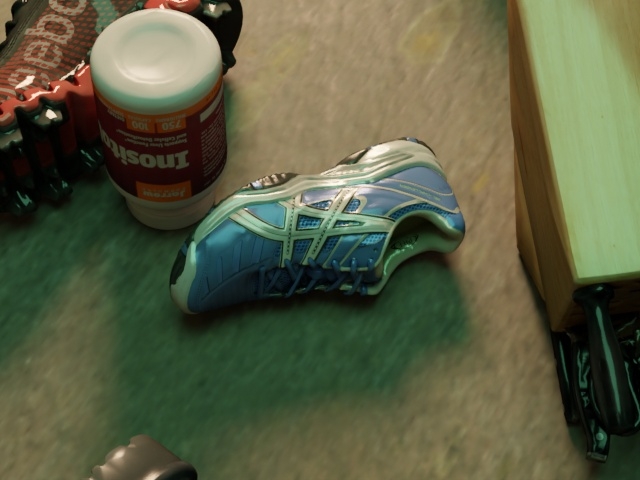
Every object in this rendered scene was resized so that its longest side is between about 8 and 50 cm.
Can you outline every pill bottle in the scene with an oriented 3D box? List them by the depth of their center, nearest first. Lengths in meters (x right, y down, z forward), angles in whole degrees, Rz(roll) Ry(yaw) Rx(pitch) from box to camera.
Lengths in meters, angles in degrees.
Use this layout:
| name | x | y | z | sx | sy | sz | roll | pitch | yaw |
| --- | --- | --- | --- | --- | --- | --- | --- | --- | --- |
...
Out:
| name | x | y | z | sx | sy | sz | roll | pitch | yaw |
| --- | --- | --- | --- | --- | --- | --- | --- | --- | --- |
| pill bottle | -0.106 | -0.076 | 1.145 | 0.086 | 0.152 | 0.086 | 0 | 55 | 0 |

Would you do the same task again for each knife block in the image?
| name | x | y | z | sx | sy | sz | roll | pitch | yaw |
| --- | --- | --- | --- | --- | --- | --- | --- | --- | --- |
| knife block | 0.186 | -0.008 | 1.048 | 0.088 | 0.275 | 0.242 | -7 | 25 | -5 |

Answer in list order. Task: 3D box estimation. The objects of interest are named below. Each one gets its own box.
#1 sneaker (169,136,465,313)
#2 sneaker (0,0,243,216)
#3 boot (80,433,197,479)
| name | x | y | z | sx | sy | sz | roll | pitch | yaw |
| --- | --- | --- | --- | --- | --- | --- | --- | --- | --- |
| sneaker | 0.000 | 0.000 | 1.134 | 0.211 | 0.080 | 0.081 | -24 | 55 | -14 |
| sneaker | -0.190 | -0.118 | 1.210 | 0.135 | 0.097 | 0.276 | 38 | 61 | 24 |
| boot | -0.036 | 0.349 | 0.860 | 0.445 | 0.146 | 0.367 | 35 | 63 | 18 |
